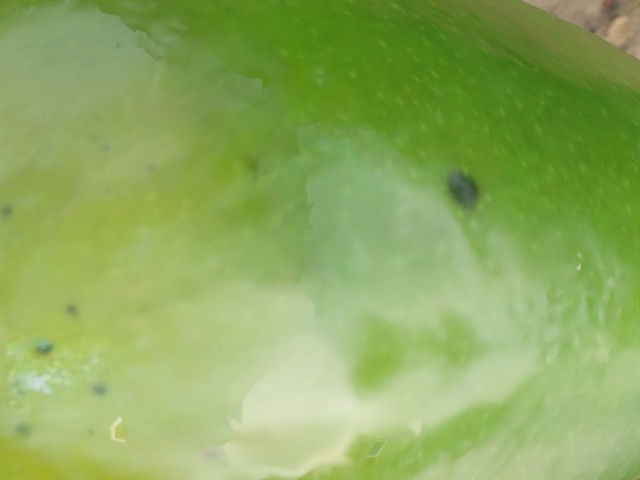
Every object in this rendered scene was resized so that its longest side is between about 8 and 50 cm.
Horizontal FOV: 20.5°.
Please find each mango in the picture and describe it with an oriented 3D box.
[{"bbox_3d":[0.000,0.000,0.557,0.382,0.225,0.201,-7,111,-43],"label":"mango"}]
